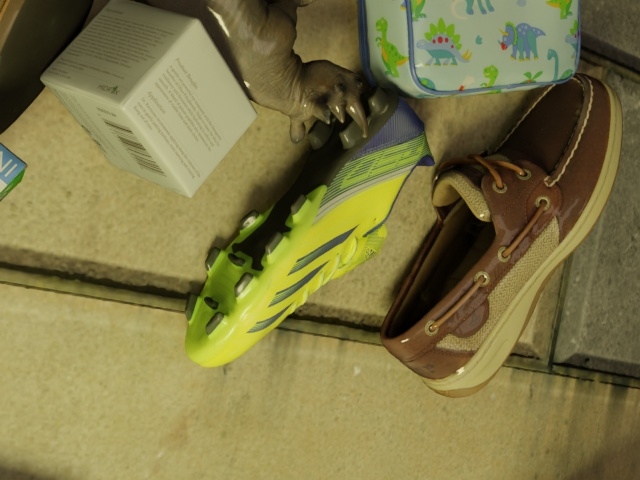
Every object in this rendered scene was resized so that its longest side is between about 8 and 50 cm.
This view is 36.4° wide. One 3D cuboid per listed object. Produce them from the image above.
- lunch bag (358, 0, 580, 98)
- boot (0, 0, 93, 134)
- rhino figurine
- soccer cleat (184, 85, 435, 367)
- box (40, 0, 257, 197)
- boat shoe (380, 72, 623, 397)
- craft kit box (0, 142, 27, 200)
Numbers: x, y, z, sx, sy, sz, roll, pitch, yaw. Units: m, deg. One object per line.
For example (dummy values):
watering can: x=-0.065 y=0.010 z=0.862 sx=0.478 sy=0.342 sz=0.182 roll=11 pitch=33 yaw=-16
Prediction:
lunch bag: x=0.138 y=-0.220 z=0.882 sx=0.219 sy=0.090 sz=0.176 roll=-11 pitch=101 yaw=-32
boot: x=-0.209 y=-0.219 z=0.670 sx=0.115 sy=0.112 sz=0.305 roll=20 pitch=88 yaw=-2
rhino figurine: x=-0.051 y=-0.160 z=0.742 sx=0.243 sy=0.073 sz=0.106 roll=42 pitch=51 yaw=-18
soccer cleat: x=0.001 y=0.000 z=0.811 sx=0.121 sy=0.093 sz=0.289 roll=47 pitch=69 yaw=-30
box: x=-0.121 y=-0.104 z=0.700 sx=0.087 sy=0.102 sz=0.101 roll=-53 pitch=141 yaw=-17
boat shoe: x=0.162 y=-0.028 z=0.902 sx=0.123 sy=0.123 sz=0.342 roll=37 pitch=81 yaw=-31
craft kit box: x=-0.349 y=-0.033 z=0.563 sx=0.250 sy=0.061 sz=0.247 roll=43 pitch=68 yaw=-11
